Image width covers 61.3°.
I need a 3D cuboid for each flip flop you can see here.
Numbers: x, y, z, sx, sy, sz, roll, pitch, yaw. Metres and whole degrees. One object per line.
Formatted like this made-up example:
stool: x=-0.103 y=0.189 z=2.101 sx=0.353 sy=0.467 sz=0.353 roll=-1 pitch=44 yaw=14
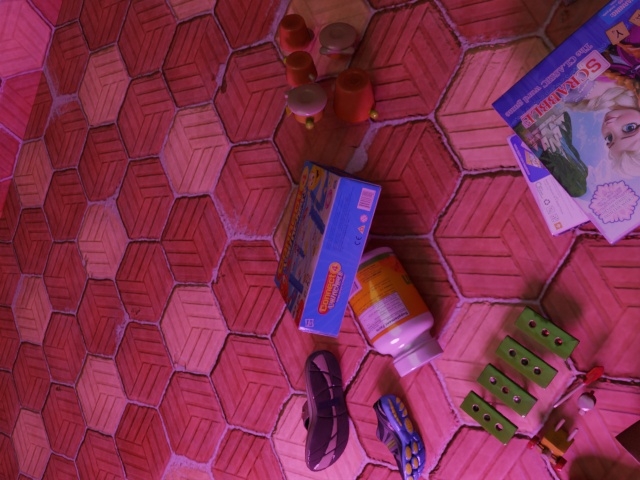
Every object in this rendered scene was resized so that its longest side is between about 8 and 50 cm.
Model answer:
flip flop: x=-0.002 y=0.391 z=1.253 sx=0.080 sy=0.112 sz=0.277 roll=-5 pitch=89 yaw=60

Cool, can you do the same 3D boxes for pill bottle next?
pill bottle: x=0.149 y=0.149 z=1.122 sx=0.136 sy=0.136 sz=0.246 roll=-39 pitch=70 yaw=28

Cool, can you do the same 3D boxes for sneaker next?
sneaker: x=0.167 y=0.427 z=1.164 sx=0.078 sy=0.067 sz=0.188 roll=-35 pitch=72 yaw=51

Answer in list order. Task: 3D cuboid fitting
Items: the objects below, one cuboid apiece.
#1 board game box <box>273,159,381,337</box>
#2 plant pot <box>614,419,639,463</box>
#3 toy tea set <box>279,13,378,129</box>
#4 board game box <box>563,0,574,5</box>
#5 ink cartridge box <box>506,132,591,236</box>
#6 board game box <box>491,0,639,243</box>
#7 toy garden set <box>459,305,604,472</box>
board game box: x=0.000 y=0.000 z=1.149 sx=0.302 sy=0.086 sz=0.308 roll=-136 pitch=60 yaw=-70
plant pot: x=0.614 y=0.289 z=0.776 sx=0.237 sy=0.237 sz=0.254 roll=44 pitch=98 yaw=26
toy tea set: x=0.007 y=-0.380 z=1.237 sx=0.200 sy=0.124 sz=0.336 roll=-12 pitch=61 yaw=0
board game box: x=0.461 y=-0.607 z=0.961 sx=0.193 sy=0.053 sz=0.305 roll=-28 pitch=75 yaw=31
ink cartridge box: x=0.471 y=-0.142 z=0.959 sx=0.208 sy=0.045 sz=0.206 roll=-28 pitch=75 yaw=30
board game box: x=0.505 y=-0.213 z=0.874 sx=0.318 sy=0.066 sz=0.318 roll=-42 pitch=69 yaw=24
toy garden set: x=0.409 y=0.279 z=1.003 sx=0.204 sy=0.049 sz=0.244 roll=37 pitch=109 yaw=30
